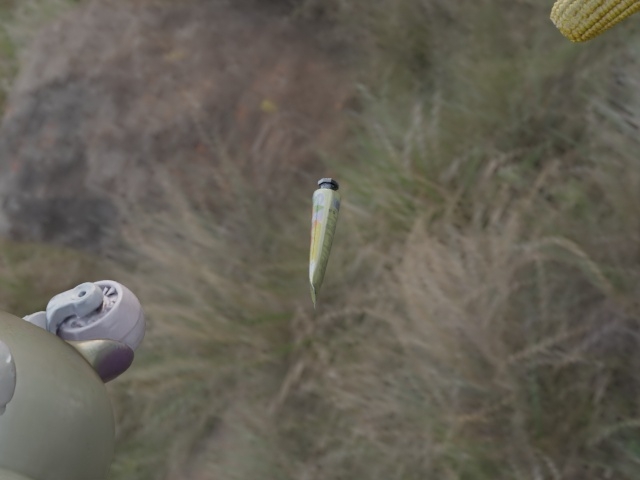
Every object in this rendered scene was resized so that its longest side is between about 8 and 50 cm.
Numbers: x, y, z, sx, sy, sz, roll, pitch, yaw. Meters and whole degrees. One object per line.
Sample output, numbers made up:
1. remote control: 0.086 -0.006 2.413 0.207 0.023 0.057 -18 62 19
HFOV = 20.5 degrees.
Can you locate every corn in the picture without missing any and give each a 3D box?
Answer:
1. corn: 0.177 -0.148 1.036 0.092 0.037 0.037 -33 46 23

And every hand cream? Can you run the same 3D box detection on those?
1. hand cream: 0.000 0.000 1.339 0.035 0.022 0.102 91 -174 -63

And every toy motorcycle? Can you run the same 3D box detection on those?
1. toy motorcycle: -0.261 0.111 1.448 0.254 0.112 0.112 -33 37 -8

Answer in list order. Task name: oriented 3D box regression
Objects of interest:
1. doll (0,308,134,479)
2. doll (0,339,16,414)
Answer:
1. doll: -0.257 0.221 1.240 0.226 0.215 0.370 -36 38 34
2. doll: -0.295 0.101 0.941 0.144 0.208 0.271 -39 17 33
